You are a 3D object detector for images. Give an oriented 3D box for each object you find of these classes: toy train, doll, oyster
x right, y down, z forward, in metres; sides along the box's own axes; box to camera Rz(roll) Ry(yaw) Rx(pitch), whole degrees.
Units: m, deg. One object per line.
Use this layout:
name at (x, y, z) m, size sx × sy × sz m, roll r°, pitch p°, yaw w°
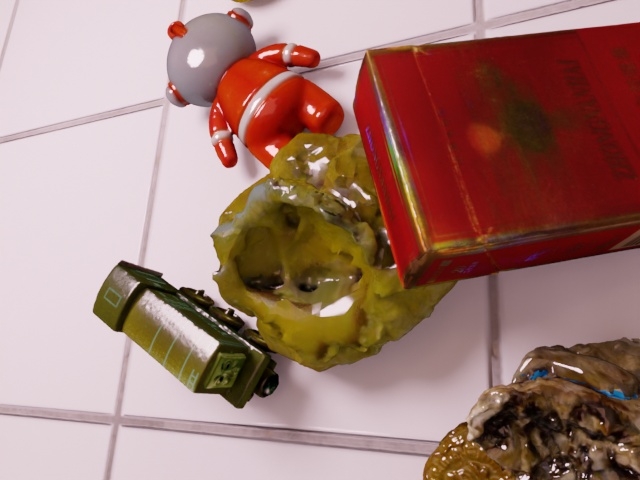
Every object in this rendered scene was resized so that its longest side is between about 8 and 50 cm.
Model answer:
toy train at (-0.152, 0.112, 0.604) m, size 0.225 × 0.137 × 0.090 m, roll 26°, pitch 86°, yaw 31°
doll at (-0.120, -0.224, 0.727) m, size 0.336 × 0.105 × 0.200 m, roll 42°, pitch 96°, yaw 22°
oyster at (0.259, 0.164, 0.409) m, size 0.222 × 0.083 × 0.214 m, roll -37°, pitch 68°, yaw -10°

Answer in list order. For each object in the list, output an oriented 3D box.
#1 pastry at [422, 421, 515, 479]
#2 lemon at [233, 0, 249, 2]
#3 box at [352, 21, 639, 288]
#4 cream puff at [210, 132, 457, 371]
pastry at (0.150, 0.221, 0.473) m, size 0.109 × 0.057 × 0.097 m, roll -41°, pitch 66°, yaw 11°
lemon at (-0.122, -0.427, 0.784) m, size 0.133 × 0.109 × 0.109 m, roll 11°, pitch 78°, yaw 19°
box at (0.203, -0.084, 0.454) m, size 0.313 × 0.089 × 0.198 m, roll -8°, pitch 68°, yaw -9°
cream puff at (0.001, 0.001, 0.542) m, size 0.281 × 0.185 × 0.282 m, roll -8°, pitch 68°, yaw 21°
